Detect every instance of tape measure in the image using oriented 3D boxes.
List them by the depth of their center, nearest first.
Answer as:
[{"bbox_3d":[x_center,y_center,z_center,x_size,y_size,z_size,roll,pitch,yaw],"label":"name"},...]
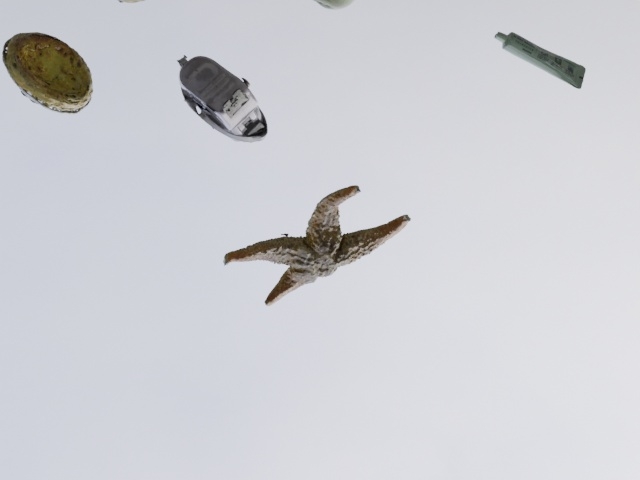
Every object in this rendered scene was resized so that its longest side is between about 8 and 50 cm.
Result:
[{"bbox_3d":[-0.207,-0.297,1.601,0.120,0.197,0.236,-46,-126,-4],"label":"tape measure"}]

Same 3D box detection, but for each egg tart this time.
[{"bbox_3d":[-0.669,-0.403,1.825,0.234,0.094,0.234,31,-138,-33],"label":"egg tart"}]

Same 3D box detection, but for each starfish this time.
[{"bbox_3d":[-0.001,-0.002,1.030,0.247,0.138,0.050,-31,-133,2],"label":"starfish"}]

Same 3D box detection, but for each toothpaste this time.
[{"bbox_3d":[0.474,-0.395,1.610,0.218,0.041,0.064,25,-115,-7],"label":"toothpaste"}]

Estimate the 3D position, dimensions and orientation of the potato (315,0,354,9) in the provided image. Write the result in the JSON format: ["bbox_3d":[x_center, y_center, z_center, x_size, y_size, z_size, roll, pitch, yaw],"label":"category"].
[{"bbox_3d":[0.031,-0.606,1.555,0.148,0.253,0.186,-25,-138,-33],"label":"potato"}]

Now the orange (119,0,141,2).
[{"bbox_3d":[-0.422,-0.790,1.918,0.271,0.210,0.369,36,-103,30],"label":"orange"}]
